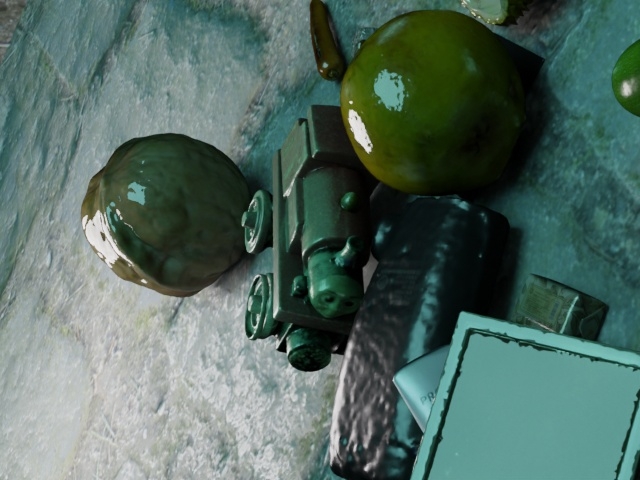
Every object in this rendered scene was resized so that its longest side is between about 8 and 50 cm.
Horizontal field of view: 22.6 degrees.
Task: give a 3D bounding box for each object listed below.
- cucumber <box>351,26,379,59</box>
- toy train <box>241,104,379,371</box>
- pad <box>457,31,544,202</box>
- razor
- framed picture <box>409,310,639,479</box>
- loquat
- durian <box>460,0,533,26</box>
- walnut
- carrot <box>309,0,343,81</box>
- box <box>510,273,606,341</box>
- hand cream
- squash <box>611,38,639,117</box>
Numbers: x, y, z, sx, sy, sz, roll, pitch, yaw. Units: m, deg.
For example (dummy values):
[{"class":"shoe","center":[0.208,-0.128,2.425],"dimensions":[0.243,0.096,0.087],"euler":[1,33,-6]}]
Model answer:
[{"class":"cucumber","center":[0.068,-0.221,2.091],"dimensions":[0.064,0.064,0.112],"euler":[-21,58,54]},{"class":"toy train","center":[0.000,0.000,1.951],"dimensions":[0.221,0.150,0.304],"euler":[122,153,-47]},{"class":"pad","center":[0.191,-0.146,1.892],"dimensions":[0.190,0.004,0.127],"euler":[-64,30,11]},{"class":"razor","center":[0.106,0.116,1.769],"dimensions":[0.189,0.107,0.327],"euler":[0,72,55]},{"class":"framed picture","center":[0.193,0.229,1.543],"dimensions":[0.231,0.018,0.293],"euler":[13,81,34]},{"class":"loquat","center":[0.113,-0.163,1.821],"dimensions":[0.246,0.213,0.213],"euler":[41,110,42]},{"class":"durian","center":[0.217,-0.354,1.854],"dimensions":[0.138,0.183,0.250],"euler":[-36,23,-12]},{"class":"walnut","center":[-0.223,-0.041,2.311],"dimensions":[0.248,0.248,0.248],"euler":[-37,43,45]},{"class":"carrot","center":[0.004,-0.293,2.271],"dimensions":[0.037,0.037,0.190],"euler":[-50,33,32]},{"class":"box","center":[0.241,0.075,1.627],"dimensions":[0.098,0.045,0.062],"euler":[31,100,62]},{"class":"hand cream","center":[0.156,0.219,1.610],"dimensions":[0.079,0.048,0.255],"euler":[-28,61,2]},{"class":"squash","center":[0.401,-0.179,1.457],"dimensions":[0.379,0.101,0.101],"euler":[-10,64,57]}]
